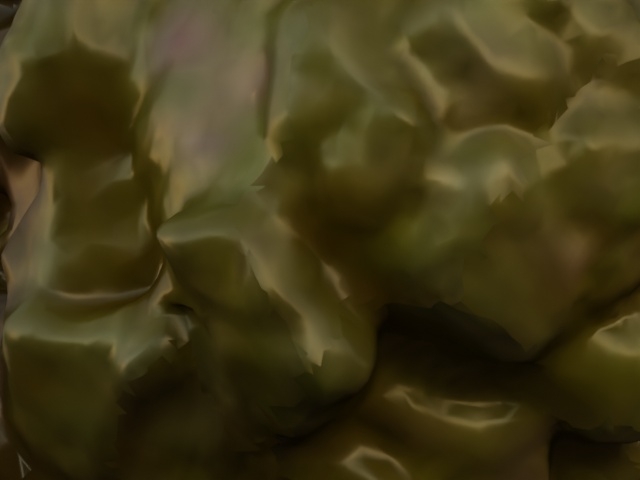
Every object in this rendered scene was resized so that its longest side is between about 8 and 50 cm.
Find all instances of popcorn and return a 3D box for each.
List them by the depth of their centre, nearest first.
[{"bbox_3d":[0.000,0.000,0.498,0.259,0.212,0.259,10,-28,5],"label":"popcorn"}]
